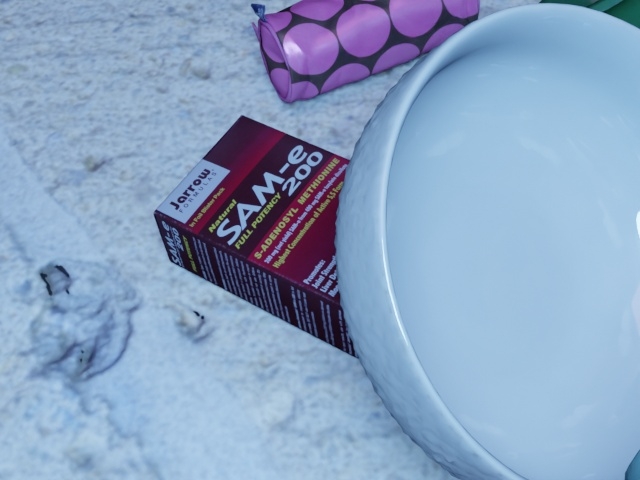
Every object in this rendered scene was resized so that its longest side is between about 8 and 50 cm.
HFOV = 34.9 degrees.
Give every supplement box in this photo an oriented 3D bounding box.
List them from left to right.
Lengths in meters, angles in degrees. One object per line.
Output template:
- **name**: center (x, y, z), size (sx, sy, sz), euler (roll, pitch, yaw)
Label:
- **supplement box**: center (0.000, 0.000, 0.826), size (0.239, 0.073, 0.130), euler (24, 59, 24)

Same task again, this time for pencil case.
- **pencil case**: center (0.042, -0.210, 0.975), size (0.209, 0.095, 0.098), euler (-20, 37, -11)

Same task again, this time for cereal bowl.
- **cereal bowl**: center (0.153, 0.019, 0.702), size (0.339, 0.141, 0.339), euler (7, 73, -24)

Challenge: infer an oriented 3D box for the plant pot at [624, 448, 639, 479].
- **plant pot**: center (0.303, 0.128, 0.510), size (0.293, 0.293, 0.235), euler (-40, 66, -22)

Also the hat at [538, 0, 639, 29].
- **hat**: center (0.329, -0.183, 0.960), size (0.208, 0.183, 0.173), euler (-15, 27, 51)
